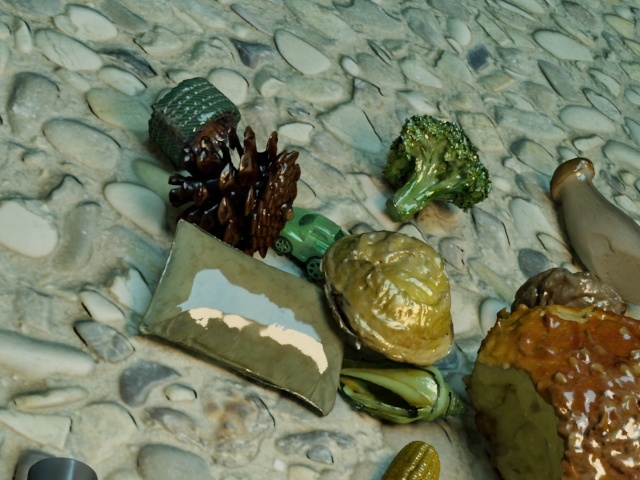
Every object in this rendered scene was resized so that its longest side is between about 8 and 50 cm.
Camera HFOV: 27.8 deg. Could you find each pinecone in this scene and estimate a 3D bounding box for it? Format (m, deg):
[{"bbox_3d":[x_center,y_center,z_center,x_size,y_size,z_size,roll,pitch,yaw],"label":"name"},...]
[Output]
[{"bbox_3d":[-0.124,-0.073,1.869,0.207,0.208,0.208,22,37,-18],"label":"pinecone"}]

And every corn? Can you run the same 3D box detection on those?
[{"bbox_3d":[0.105,0.344,1.668,0.080,0.080,0.231,36,34,1],"label":"corn"}]

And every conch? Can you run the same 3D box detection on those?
[{"bbox_3d":[0.117,0.213,1.829,0.200,0.080,0.095,4,48,-10],"label":"conch"}]

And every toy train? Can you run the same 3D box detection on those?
[{"bbox_3d":[0.000,0.000,1.976,0.149,0.081,0.099,37,36,1],"label":"toy train"}]

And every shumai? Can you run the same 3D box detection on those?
[{"bbox_3d":[0.380,0.151,2.044,0.166,0.206,0.176,26,57,-7],"label":"shumai"}]

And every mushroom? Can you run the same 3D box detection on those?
[{"bbox_3d":[0.528,-0.013,2.390,0.128,0.128,0.350,8,41,-33],"label":"mushroom"}]

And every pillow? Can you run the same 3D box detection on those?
[{"bbox_3d":[-0.086,0.107,1.770,0.302,0.075,0.185,26,56,-16],"label":"pillow"}]

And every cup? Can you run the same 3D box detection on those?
[{"bbox_3d":[-0.280,0.297,1.418,0.100,0.078,0.077,49,29,-38],"label":"cup"}]

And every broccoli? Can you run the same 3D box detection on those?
[{"bbox_3d":[0.181,-0.106,2.199,0.194,0.194,0.220,-76,145,-53],"label":"broccoli"}]

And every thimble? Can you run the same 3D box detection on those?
[{"bbox_3d":[-0.197,-0.182,1.994,0.090,0.118,0.135,41,51,16],"label":"thimble"}]

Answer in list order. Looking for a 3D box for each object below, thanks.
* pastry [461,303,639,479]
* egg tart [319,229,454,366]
[{"bbox_3d":[0.404,0.263,1.817,0.337,0.292,0.405,-9,45,-23],"label":"pastry"},{"bbox_3d":[0.110,0.067,1.842,0.232,0.098,0.252,38,35,4],"label":"egg tart"}]
